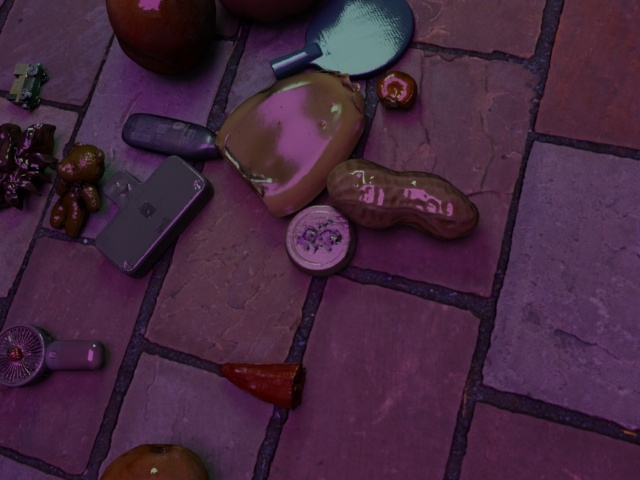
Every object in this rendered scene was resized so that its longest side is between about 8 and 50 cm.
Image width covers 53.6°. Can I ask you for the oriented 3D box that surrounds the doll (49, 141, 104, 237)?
[{"bbox_3d":[-0.538,-0.112,1.376,0.137,0.097,0.209,23,96,33],"label":"doll"}]

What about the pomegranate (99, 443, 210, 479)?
[{"bbox_3d":[-0.296,0.462,1.125,0.207,0.207,0.207,-3,74,11],"label":"pomegranate"}]

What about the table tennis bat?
[{"bbox_3d":[0.046,-0.435,1.380,0.329,0.044,0.215,-24,72,2],"label":"table tennis bat"}]

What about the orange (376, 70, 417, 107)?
[{"bbox_3d":[0.159,-0.310,1.310,0.086,0.062,0.086,0,91,12],"label":"orange"}]

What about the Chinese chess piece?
[{"bbox_3d":[0.000,0.000,1.257,0.144,0.058,0.144,-3,74,10],"label":"Chinese chess piece"}]

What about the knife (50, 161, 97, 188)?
[{"bbox_3d":[-0.571,-0.153,1.446,0.170,0.010,0.023,27,83,18],"label":"knife"}]

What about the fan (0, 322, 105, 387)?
[{"bbox_3d":[-0.559,0.235,1.301,0.244,0.074,0.130,-3,73,10],"label":"fan"}]

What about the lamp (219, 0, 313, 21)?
[{"bbox_3d":[-0.116,-0.632,1.362,0.305,0.239,0.305,-3,75,10],"label":"lamp"}]

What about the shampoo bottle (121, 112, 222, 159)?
[{"bbox_3d":[-0.321,-0.226,1.392,0.234,0.049,0.087,13,71,15],"label":"shampoo bottle"}]

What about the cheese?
[{"bbox_3d":[-0.047,-0.224,1.301,0.316,0.128,0.259,-45,80,2],"label":"cheese"}]

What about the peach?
[{"bbox_3d":[-0.338,-0.484,1.367,0.252,0.252,0.252,-3,74,11],"label":"peach"}]

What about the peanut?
[{"bbox_3d":[0.153,-0.074,1.203,0.298,0.120,0.136,13,68,7],"label":"peanut"}]

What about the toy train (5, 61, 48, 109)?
[{"bbox_3d":[-0.703,-0.371,1.516,0.081,0.050,0.122,8,77,19],"label":"toy train"}]

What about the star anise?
[{"bbox_3d":[-0.703,-0.176,1.434,0.214,0.099,0.220,-5,74,8],"label":"star anise"}]

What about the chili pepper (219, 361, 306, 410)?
[{"bbox_3d":[-0.118,0.262,1.209,0.169,0.065,0.088,8,76,18],"label":"chili pepper"}]

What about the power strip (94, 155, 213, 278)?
[{"bbox_3d":[-0.377,-0.072,1.355,0.194,0.059,0.265,39,85,15],"label":"power strip"}]
